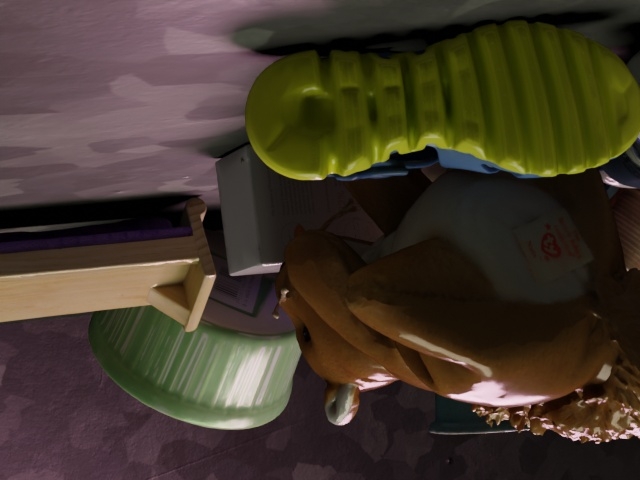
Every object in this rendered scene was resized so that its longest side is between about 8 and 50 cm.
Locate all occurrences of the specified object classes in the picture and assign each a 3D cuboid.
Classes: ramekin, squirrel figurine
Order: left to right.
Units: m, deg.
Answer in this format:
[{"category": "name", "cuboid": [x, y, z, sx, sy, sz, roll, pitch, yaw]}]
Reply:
[{"category": "ramekin", "cuboid": [-0.158, 0.110, 2.124, 0.303, 0.148, 0.303, 20, -154, -10]}, {"category": "squirrel figurine", "cuboid": [0.139, 0.084, 1.457, 0.397, 0.281, 0.370, 31, 149, -15]}]

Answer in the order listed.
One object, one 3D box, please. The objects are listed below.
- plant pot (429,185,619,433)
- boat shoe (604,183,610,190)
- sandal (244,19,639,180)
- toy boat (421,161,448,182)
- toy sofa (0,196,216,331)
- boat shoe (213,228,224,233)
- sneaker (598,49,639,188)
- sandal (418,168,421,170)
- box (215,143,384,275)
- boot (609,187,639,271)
[{"category": "plant pot", "cuboid": [0.292, 0.071, 2.034, 0.341, 0.334, 0.341, -8, 176, -1]}, {"category": "boat shoe", "cuboid": [0.246, -0.055, 1.798, 0.089, 0.109, 0.258, 21, 141, -27]}, {"category": "sandal", "cuboid": [0.099, -0.106, 1.227, 0.317, 0.126, 0.138, 1, 178, -1]}, {"category": "toy boat", "cuboid": [0.219, -0.072, 1.623, 0.151, 0.151, 0.231, -50, -150, -16]}, {"category": "toy sofa", "cuboid": [-0.324, 0.024, 1.888, 0.362, 0.177, 0.150, -5, 149, -20]}, {"category": "boat shoe", "cuboid": [-0.168, 0.021, 2.286, 0.227, 0.069, 0.081, -8, 174, 4]}, {"category": "sneaker", "cuboid": [0.299, -0.100, 1.416, 0.236, 0.130, 0.322, -18, 174, 41]}, {"category": "sandal", "cuboid": [0.111, -0.056, 1.974, 0.097, 0.055, 0.254, -5, 174, -22]}, {"category": "box", "cuboid": [-0.013, -0.036, 1.632, 0.170, 0.130, 0.091, -4, 173, -26]}, {"category": "boot", "cuboid": [0.382, -0.063, 1.694, 0.109, 0.220, 0.283, 37, -177, 13]}]
